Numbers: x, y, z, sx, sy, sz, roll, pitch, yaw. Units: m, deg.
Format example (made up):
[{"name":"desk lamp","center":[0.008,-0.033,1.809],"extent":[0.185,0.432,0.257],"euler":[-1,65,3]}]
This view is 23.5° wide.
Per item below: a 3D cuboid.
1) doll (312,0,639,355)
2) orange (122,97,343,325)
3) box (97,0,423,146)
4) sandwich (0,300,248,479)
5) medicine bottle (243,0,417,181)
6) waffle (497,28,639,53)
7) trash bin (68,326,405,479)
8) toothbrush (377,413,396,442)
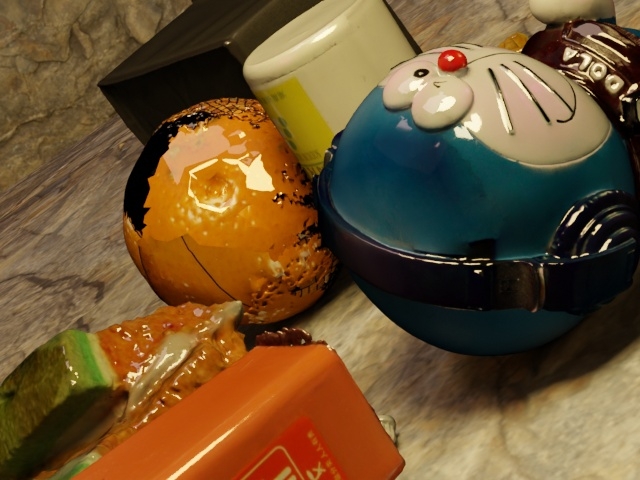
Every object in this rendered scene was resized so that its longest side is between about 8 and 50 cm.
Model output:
[{"name":"doll","center":[0.147,-0.048,1.163],"extent":[0.310,0.240,0.284],"euler":[-27,37,-35]},{"name":"orange","center":[-0.081,-0.028,1.515],"extent":[0.234,0.234,0.182],"euler":[-34,-10,-1]},{"name":"box","center":[-0.059,-0.172,1.833],"extent":[0.204,0.251,0.345],"euler":[-47,20,-27]},{"name":"sandwich","center":[-0.180,0.145,1.327],"extent":[0.301,0.162,0.250],"euler":[-40,13,-28]},{"name":"medicine bottle","center":[0.054,-0.089,1.388],"extent":[0.143,0.258,0.143],"euler":[-32,17,11]},{"name":"waffle","center":[0.221,-0.138,1.560],"extent":[0.260,0.069,0.293],"euler":[-45,22,-28]},{"name":"trash bin","center":[-0.078,0.181,1.048],"extent":[0.239,0.161,0.184],"euler":[-40,17,-31]},{"name":"toothbrush","center":[-0.074,0.213,1.183],"extent":[0.307,0.025,0.029],"euler":[-29,25,13]}]
